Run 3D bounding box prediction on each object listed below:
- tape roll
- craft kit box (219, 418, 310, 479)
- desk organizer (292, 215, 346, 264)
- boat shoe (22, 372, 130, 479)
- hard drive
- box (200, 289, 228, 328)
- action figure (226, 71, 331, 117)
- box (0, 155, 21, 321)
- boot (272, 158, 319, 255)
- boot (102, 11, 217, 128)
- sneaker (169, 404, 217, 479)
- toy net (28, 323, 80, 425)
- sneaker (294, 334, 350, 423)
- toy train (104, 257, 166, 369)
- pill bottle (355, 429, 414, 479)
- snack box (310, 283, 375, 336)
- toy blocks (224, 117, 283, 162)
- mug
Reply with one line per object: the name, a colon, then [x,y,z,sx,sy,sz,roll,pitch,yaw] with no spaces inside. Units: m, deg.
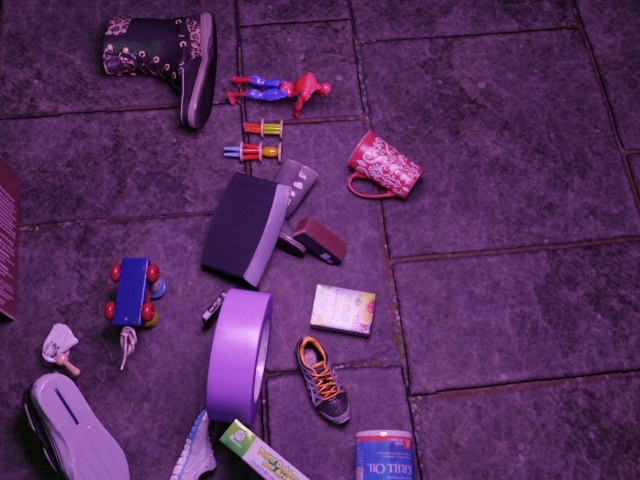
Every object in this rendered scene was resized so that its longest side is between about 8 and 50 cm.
tape roll: [-0.166,0.242,1.360,0.090,0.275,0.275,7,68,2]
craft kit box: [-0.081,0.465,1.288,0.246,0.250,0.061,34,71,10]
desk organizer: [0.000,0.000,1.554,0.130,0.047,0.050,37,54,-27]
boat shoe: [-0.508,0.431,1.354,0.121,0.119,0.335,-26,93,-46]
hard drive: [-0.183,-0.033,1.541,0.172,0.054,0.255,17,83,22]
box: [-0.241,0.160,1.503,0.018,0.067,0.083,35,70,13]
action figure: [-0.092,-0.383,1.728,0.280,0.139,0.091,3,69,23]
box: [-0.824,0.001,1.513,0.191,0.143,0.381,-8,67,-5]
boot: [-0.066,-0.085,1.613,0.189,0.076,0.208,33,65,10]
boot: [-0.425,-0.458,1.710,0.284,0.138,0.377,2,64,-2]
sneaker: [-0.255,0.451,1.391,0.083,0.071,0.191,20,77,-1]
toy net: [-0.592,0.304,1.448,0.122,0.045,0.232,-11,67,-4]
sneaker: [0.001,0.307,1.444,0.084,0.083,0.215,-26,72,-13]
toy train: [-0.411,0.174,1.459,0.105,0.143,0.248,1,73,7]
pill bottle: [0.134,0.512,1.342,0.124,0.124,0.222,0,68,-2]
snack box: [0.053,0.165,1.526,0.141,0.037,0.100,10,67,2]
toy blocks: [-0.173,-0.262,1.684,0.148,0.054,0.123,2,69,-1]
mug: [0.160,-0.174,1.649,0.169,0.150,0.113,34,34,7]
